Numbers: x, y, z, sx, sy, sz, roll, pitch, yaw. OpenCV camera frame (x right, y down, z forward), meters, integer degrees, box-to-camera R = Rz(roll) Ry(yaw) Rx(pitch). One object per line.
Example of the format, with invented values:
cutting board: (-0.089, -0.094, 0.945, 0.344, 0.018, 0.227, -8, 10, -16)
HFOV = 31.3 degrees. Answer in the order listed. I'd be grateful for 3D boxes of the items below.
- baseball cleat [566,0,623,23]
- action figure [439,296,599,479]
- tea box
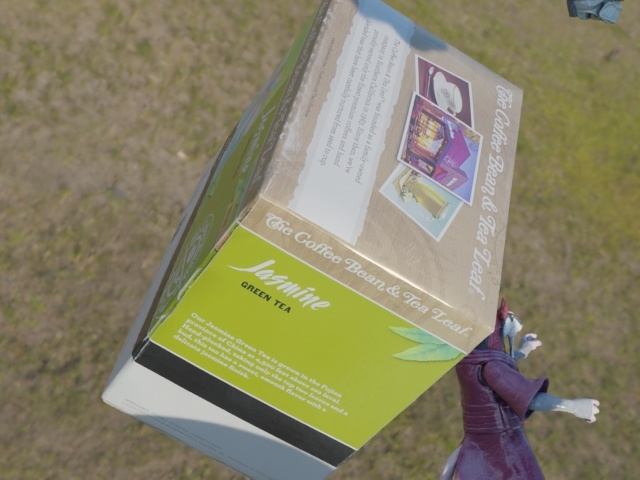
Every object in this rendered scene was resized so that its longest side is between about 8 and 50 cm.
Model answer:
baseball cleat: (0.387, -0.344, 1.475, 0.206, 0.109, 0.072, -25, 31, -25)
action figure: (0.246, 0.258, 1.681, 0.275, 0.370, 0.248, -11, 4, -8)
tea box: (0.000, 0.000, 1.051, 0.220, 0.323, 0.329, 30, 41, -13)
